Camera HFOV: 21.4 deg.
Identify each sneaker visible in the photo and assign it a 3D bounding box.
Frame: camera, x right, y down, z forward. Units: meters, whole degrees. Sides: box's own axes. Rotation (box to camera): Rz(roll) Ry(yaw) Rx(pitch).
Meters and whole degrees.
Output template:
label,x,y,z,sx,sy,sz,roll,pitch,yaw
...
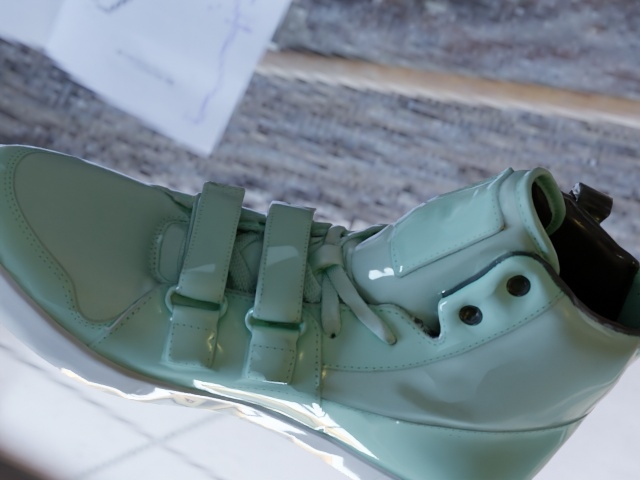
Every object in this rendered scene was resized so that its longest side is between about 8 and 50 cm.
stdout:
label,x,y,z,sx,sy,sz,roll,pitch,yaw
sneaker,0.000,0.000,0.607,0.256,0.094,0.151,26,129,-20
